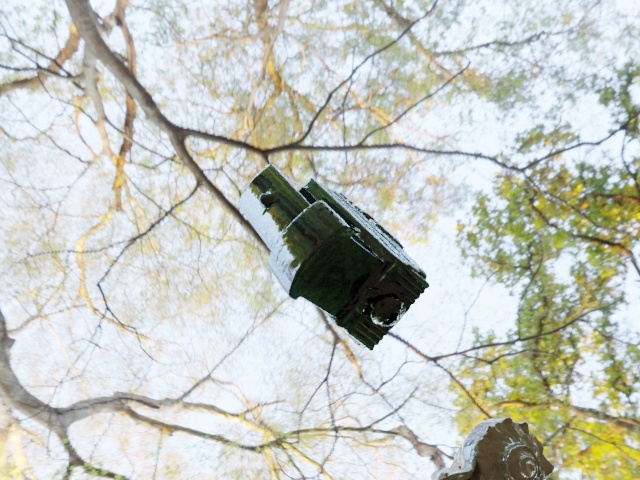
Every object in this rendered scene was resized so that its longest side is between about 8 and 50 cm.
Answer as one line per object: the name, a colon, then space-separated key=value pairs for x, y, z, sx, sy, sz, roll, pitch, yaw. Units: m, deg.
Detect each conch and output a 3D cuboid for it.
conch: x=0.193 y=0.322 z=0.839 sx=0.179 sy=0.245 sz=0.162 roll=4 pitch=-114 yaw=-18

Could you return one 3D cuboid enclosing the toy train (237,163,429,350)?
toy train: x=0.000 y=0.000 z=0.889 sx=0.178 sy=0.330 sz=0.138 roll=35 pitch=-82 yaw=-37
